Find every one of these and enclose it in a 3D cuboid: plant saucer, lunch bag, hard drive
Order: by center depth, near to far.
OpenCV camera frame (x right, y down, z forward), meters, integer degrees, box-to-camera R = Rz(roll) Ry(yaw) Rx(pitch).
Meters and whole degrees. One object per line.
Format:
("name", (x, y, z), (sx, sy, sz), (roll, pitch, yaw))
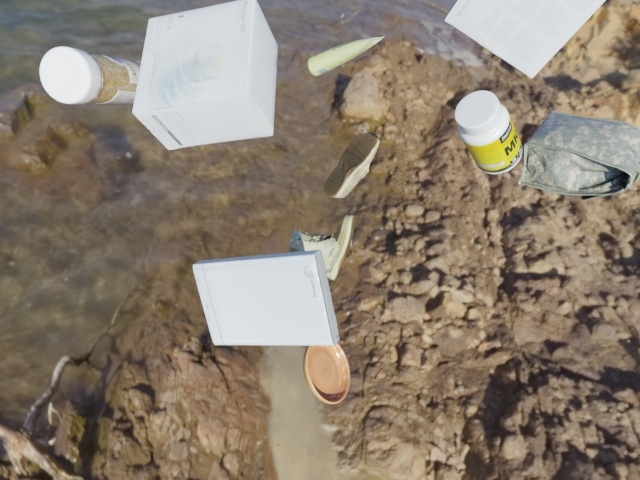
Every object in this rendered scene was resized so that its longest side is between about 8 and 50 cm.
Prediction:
("hard drive", (-0.142, 0.152, 1.223), (0.353, 0.232, 0.047), (-6, 14, 24))
("lunch bag", (0.748, -0.235, 1.377), (0.287, 0.168, 0.235), (19, 47, 32))
("plant saucer", (0.014, 0.384, 1.451), (0.200, 0.037, 0.199), (32, 45, -39))

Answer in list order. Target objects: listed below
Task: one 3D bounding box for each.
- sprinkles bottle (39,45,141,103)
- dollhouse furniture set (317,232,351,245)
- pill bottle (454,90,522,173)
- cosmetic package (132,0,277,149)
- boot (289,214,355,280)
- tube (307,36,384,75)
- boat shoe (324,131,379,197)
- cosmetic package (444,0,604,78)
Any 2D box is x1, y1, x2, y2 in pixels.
("sprinkles bottle", (-0.532, -0.400, 1.219), (0.121, 0.121, 0.355), (25, 16, 0))
("dollhouse furniture set", (0.049, -0.006, 1.514), (0.091, 0.114, 0.081), (-24, 86, -53))
("pill bottle", (0.402, -0.256, 1.171), (0.208, 0.119, 0.119), (34, 26, -50))
("cosmetic package", (-0.210, -0.313, 0.932), (0.225, 0.138, 0.223), (-5, 68, 12))
("boot", (0.000, 0.000, 1.379), (0.165, 0.213, 0.077), (22, 33, 7))
("tube", (0.070, -0.559, 1.455), (0.062, 0.240, 0.070), (34, 59, -41))
("boat shoe", (0.136, -0.289, 1.908), (0.098, 0.302, 0.109), (7, 36, -51))
("cosmetic package", (0.527, -0.625, 1.169), (0.285, 0.377, 0.097), (30, 50, -7))
